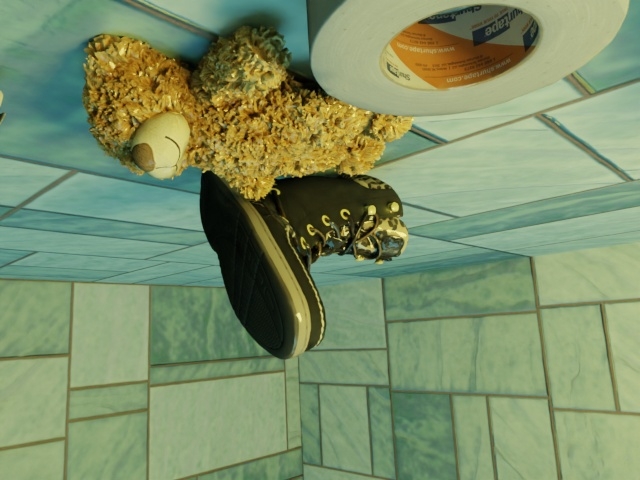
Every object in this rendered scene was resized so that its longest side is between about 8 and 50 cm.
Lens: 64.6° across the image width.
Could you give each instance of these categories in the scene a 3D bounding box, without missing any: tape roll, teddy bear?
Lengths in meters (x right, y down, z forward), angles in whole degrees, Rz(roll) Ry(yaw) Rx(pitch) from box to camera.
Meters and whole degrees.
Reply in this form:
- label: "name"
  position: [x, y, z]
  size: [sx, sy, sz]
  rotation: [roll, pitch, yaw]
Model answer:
- label: "tape roll"
  position: [0.099, -0.170, 0.376]
  size: [0.220, 0.072, 0.219]
  rotation: [-2, 169, 0]
- label: "teddy bear"
  position: [-0.065, -0.114, 0.531]
  size: [0.338, 0.112, 0.245]
  rotation: [5, 165, -37]

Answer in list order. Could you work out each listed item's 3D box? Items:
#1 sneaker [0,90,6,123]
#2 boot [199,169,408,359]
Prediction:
- label: "sneaker"
  position: [-0.373, -0.109, 0.509]
  size: [0.153, 0.093, 0.235]
  rotation: [6, 159, 1]
- label: "boot"
  position: [0.000, 0.000, 0.719]
  size: [0.285, 0.138, 0.377]
  rotation: [-2, -150, -27]
